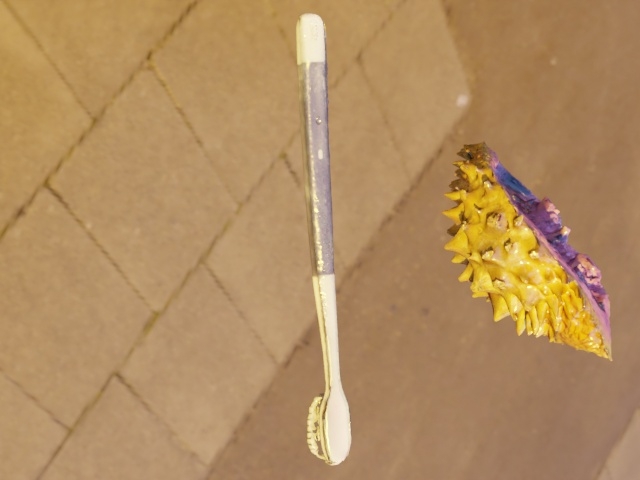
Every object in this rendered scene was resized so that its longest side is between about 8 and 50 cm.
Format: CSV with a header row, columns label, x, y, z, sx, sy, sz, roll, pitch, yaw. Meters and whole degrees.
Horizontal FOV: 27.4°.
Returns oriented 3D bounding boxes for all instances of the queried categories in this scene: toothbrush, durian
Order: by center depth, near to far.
label,x,y,z,sx,sy,sz,roll,pitch,yaw
toothbrush,0.000,0.000,0.838,0.024,0.026,0.288,-6,95,-34
durian,0.187,-0.004,1.367,0.191,0.341,0.112,38,108,-23
